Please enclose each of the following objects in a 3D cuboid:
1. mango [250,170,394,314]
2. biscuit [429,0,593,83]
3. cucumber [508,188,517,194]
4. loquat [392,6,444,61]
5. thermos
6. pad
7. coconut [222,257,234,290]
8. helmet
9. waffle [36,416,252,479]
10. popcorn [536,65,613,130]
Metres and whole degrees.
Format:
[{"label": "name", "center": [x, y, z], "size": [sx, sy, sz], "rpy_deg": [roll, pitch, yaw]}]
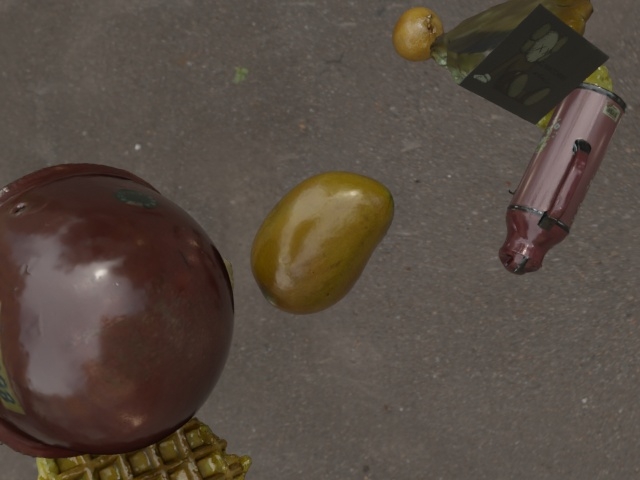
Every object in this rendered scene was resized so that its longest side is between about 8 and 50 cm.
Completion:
[{"label": "mango", "center": [0.000, 0.000, 1.271], "size": [0.211, 0.173, 0.317], "rpy_deg": [37, 114, -9]}, {"label": "biscuit", "center": [0.326, -0.372, 1.293], "size": [0.335, 0.329, 0.078], "rpy_deg": [1, 132, 47]}, {"label": "cucumber", "center": [0.525, -0.139, 1.682], "size": [0.163, 0.039, 0.043], "rpy_deg": [-30, 42, 42]}, {"label": "loquat", "center": [0.250, -0.524, 1.760], "size": [0.141, 0.141, 0.141], "rpy_deg": [0, 89, 32]}, {"label": "thermos", "center": [0.400, -0.091, 1.152], "size": [0.136, 0.109, 0.330], "rpy_deg": [20, 83, 59]}, {"label": "pad", "center": [0.270, -0.211, 0.862], "size": [0.127, 0.190, 0.004], "rpy_deg": [-45, 54, 30]}, {"label": "coconut", "center": [-0.277, 0.097, 1.215], "size": [0.259, 0.259, 0.260], "rpy_deg": [0, 89, 32]}, {"label": "helmet", "center": [-0.227, 0.108, 0.800], "size": [0.230, 0.337, 0.385], "rpy_deg": [11, 107, 44]}, {"label": "waffle", "center": [-0.237, 0.367, 0.951], "size": [0.058, 0.300, 0.282], "rpy_deg": [-39, 48, 53]}, {"label": "popcorn", "center": [0.594, -0.391, 1.706], "size": [0.205, 0.237, 0.252], "rpy_deg": [-25, 112, 34]}]
